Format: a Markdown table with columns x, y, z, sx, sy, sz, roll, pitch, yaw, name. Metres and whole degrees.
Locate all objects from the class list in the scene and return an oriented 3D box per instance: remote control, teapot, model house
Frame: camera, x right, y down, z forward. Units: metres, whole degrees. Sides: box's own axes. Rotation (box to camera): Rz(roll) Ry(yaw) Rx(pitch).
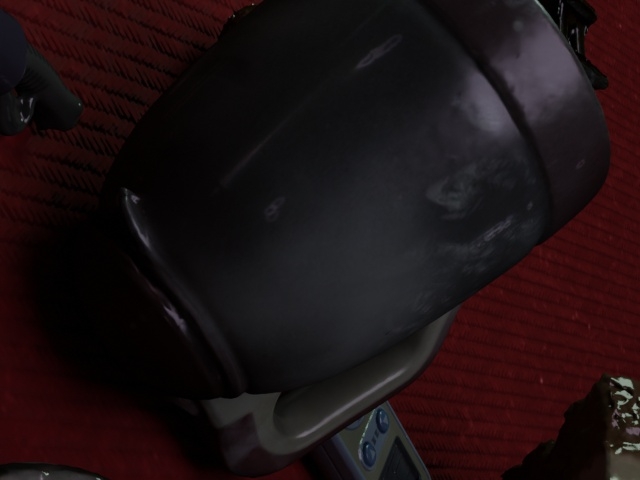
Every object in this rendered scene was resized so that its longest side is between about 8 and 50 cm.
| x | y | z | sx | sy | sz | roll | pitch | yaw | name |
| --- | --- | --- | --- | --- | --- | --- | --- | --- | --- |
| 0.021 | 0.142 | 1.205 | 0.244 | 0.047 | 0.087 | 61 | 30 | -26 | remote control |
| 0.000 | 0.000 | 1.033 | 0.312 | 0.233 | 0.315 | -37 | 136 | -16 | teapot |
| 0.208 | -0.234 | 1.608 | 0.165 | 0.106 | 0.152 | 26 | 59 | -59 | model house |

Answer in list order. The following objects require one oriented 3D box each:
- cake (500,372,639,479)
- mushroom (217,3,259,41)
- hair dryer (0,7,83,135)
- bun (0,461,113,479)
| x | y | z | sx | sy | sz | roll | pitch | yaw | name |
| --- | --- | --- | --- | --- | --- | --- | --- | --- | --- |
| 0.267 | 0.309 | 1.279 | 0.256 | 0.282 | 0.290 | 21 | 53 | -8 | cake |
| -0.033 | -0.111 | 1.175 | 0.109 | 0.085 | 0.126 | -146 | -144 | -82 | mushroom |
| -0.223 | -0.068 | 0.830 | 0.361 | 0.121 | 0.301 | -2 | 90 | -65 | hair dryer |
| -0.153 | 0.201 | 0.807 | 0.173 | 0.120 | 0.172 | 11 | 61 | -21 | bun |
